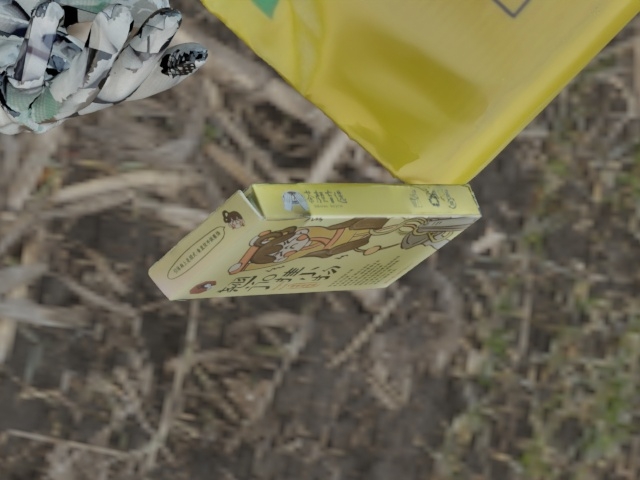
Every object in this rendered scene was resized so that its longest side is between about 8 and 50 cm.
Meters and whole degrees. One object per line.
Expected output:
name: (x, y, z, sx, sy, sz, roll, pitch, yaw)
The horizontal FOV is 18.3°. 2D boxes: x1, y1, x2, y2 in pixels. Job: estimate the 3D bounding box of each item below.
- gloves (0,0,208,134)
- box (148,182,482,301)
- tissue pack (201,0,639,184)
gloves: (-0.181, -0.126, 1.371, 0.127, 0.212, 0.111, -33, 136, -70)
box: (0.000, 0.000, 0.891, 0.149, 0.073, 0.020, -2, 62, -44)
tissue pack: (0.128, -0.247, 1.058, 0.228, 0.382, 0.293, 40, 22, -5)
